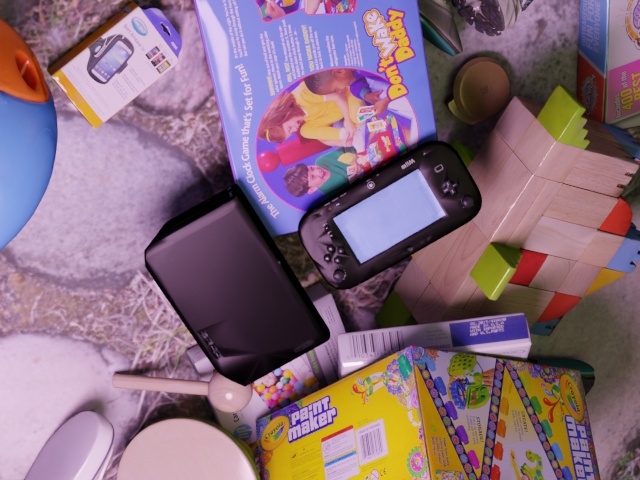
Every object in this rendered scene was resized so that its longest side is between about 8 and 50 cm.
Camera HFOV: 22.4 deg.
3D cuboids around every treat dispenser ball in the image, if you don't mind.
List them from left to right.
[{"bbox_3d":[-0.397,-0.103,1.545,0.288,0.288,0.288,-10,116,-20],"label":"treat dispenser ball"}]

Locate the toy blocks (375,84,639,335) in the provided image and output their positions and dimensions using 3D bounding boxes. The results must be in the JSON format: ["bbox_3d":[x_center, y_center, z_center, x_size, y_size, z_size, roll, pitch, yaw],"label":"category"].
[{"bbox_3d":[0.275,-0.006,1.952,0.261,0.190,0.381,11,120,-37],"label":"toy blocks"}]

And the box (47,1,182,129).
[{"bbox_3d":[-0.217,-0.193,1.742,0.136,0.028,0.081,-40,122,-6],"label":"box"}]

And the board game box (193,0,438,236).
[{"bbox_3d":[-0.003,-0.185,1.766,0.233,0.078,0.347,-13,122,-3],"label":"board game box"}]

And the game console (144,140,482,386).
[{"bbox_3d":[0.000,0.000,1.796,0.361,0.044,0.213,-30,115,5],"label":"game console"}]

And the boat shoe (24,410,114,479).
[{"bbox_3d":[-0.301,0.320,1.894,0.088,0.096,0.267,22,103,-35],"label":"boat shoe"}]

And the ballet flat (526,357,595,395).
[{"bbox_3d":[0.270,0.182,2.105,0.203,0.074,0.074,12,107,-30],"label":"ballet flat"}]

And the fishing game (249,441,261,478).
[{"bbox_3d":[-0.011,0.339,2.065,0.189,0.041,0.264,-44,123,2],"label":"fishing game"}]

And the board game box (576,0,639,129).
[{"bbox_3d":[0.471,-0.277,1.991,0.317,0.064,0.242,-11,116,-19],"label":"board game box"}]

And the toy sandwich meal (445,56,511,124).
[{"bbox_3d":[0.189,-0.179,1.931,0.086,0.029,0.085,-5,103,-21],"label":"toy sandwich meal"}]

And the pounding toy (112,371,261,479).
[{"bbox_3d":[-0.143,0.261,1.929,0.183,0.110,0.236,-2,98,18],"label":"pounding toy"}]

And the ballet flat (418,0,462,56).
[{"bbox_3d":[0.098,-0.285,1.817,0.213,0.072,0.068,31,93,-31],"label":"ballet flat"}]

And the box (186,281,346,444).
[{"bbox_3d":[-0.053,0.154,1.964,0.186,0.038,0.145,-26,121,-11],"label":"box"}]

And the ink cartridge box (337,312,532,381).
[{"bbox_3d":[0.132,0.151,1.924,0.223,0.045,0.224,-7,157,-1],"label":"ink cartridge box"}]

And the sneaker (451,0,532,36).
[{"bbox_3d":[0.176,-0.377,1.809,0.122,0.110,0.283,-40,127,-24],"label":"sneaker"}]

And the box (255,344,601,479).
[{"bbox_3d":[0.125,0.264,1.901,0.279,0.177,0.290,12,151,-38],"label":"box"}]
